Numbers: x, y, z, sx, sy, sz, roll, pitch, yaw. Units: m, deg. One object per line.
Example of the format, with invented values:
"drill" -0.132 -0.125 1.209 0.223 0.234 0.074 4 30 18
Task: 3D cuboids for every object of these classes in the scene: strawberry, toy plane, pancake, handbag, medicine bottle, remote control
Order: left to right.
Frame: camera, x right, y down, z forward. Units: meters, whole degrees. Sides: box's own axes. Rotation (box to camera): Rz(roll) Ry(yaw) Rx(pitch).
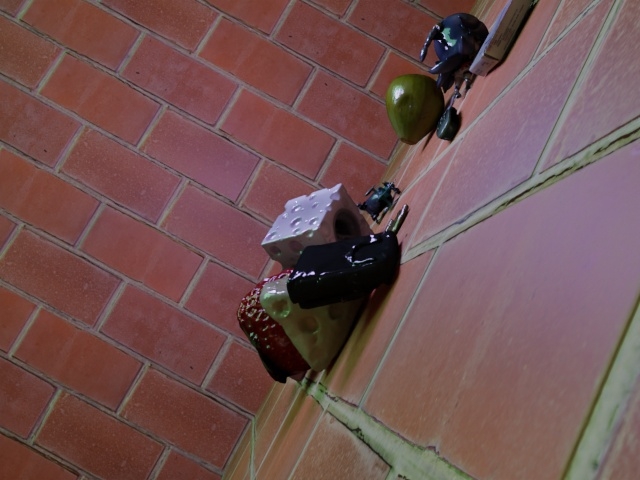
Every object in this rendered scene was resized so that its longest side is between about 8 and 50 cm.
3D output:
"strawberry" -0.077 0.224 1.877 0.309 0.292 0.292 -35 -7 -15
"handbag" 0.057 0.060 1.446 0.275 0.244 0.088 -58 -47 -73
"toy plane" 0.214 -0.152 2.310 0.155 0.106 0.381 -50 -3 5
"pancake" 0.201 -0.039 1.772 0.191 0.020 0.184 -61 0 39
"remote control" 0.334 -0.306 1.687 0.072 0.042 0.222 -61 0 23
"medicine bottle" 0.430 -0.486 1.535 0.171 0.052 0.201 -62 -1 6

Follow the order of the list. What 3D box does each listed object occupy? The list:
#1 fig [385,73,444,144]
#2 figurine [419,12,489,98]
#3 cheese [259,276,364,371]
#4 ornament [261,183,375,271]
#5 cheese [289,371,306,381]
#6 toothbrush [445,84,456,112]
"fig" 0.326 -0.455 2.193 0.207 0.207 0.230 120 150 -58
"figurine" 0.402 -0.552 1.884 0.175 0.197 0.265 -16 26 33
"cheese" -0.005 0.153 1.594 0.248 0.251 0.173 -46 2 1
"ornament" 0.000 0.000 2.100 0.239 0.239 0.240 -14 33 35
"cheese" -0.066 0.329 2.119 0.177 0.128 0.203 -62 -1 16
"toothbrush" 0.416 -0.440 2.047 0.193 0.019 0.013 -64 3 -34
